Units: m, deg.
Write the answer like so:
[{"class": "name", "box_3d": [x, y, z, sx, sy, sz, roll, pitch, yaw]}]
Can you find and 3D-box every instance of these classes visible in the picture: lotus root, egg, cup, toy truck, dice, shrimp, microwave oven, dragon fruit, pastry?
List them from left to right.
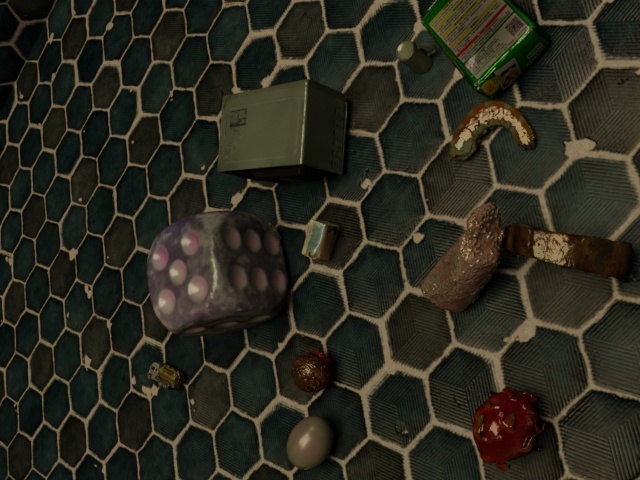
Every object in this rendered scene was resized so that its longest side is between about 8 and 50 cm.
[{"class": "toy truck", "box_3d": [-0.452, 0.398, 1.998, 0.123, 0.052, 0.062, 19, 91, 38]}, {"class": "dice", "box_3d": [-0.262, 0.089, 1.747, 0.271, 0.270, 0.270, -23, 71, 34]}, {"class": "microwave oven", "box_3d": [-0.094, -0.267, 1.722, 0.295, 0.181, 0.237, 0, 85, 39]}, {"class": "egg", "box_3d": [-0.024, 0.478, 1.606, 0.103, 0.103, 0.135, 36, 105, 36]}, {"class": "cup", "box_3d": [0.222, -0.421, 1.552, 0.075, 0.083, 0.054, 1, 83, 38]}, {"class": "pastry", "box_3d": [0.294, 0.053, 1.369, 0.112, 0.103, 0.265, -109, 27, -43]}, {"class": "shrimp", "box_3d": [0.365, -0.211, 1.437, 0.166, 0.049, 0.161, 40, 107, 27]}, {"class": "dragon fruit", "box_3d": [0.351, 0.363, 1.304, 0.136, 0.133, 0.165, 50, 125, 42]}, {"class": "lotus root", "box_3d": [0.441, 0.015, 1.268, 0.261, 0.170, 0.074, 14, 96, 35]}]

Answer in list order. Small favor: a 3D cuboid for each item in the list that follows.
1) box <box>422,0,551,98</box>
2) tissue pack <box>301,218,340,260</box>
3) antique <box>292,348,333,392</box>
[{"class": "box", "box_3d": [0.345, -0.442, 1.446, 0.180, 0.103, 0.250, -45, 60, 25]}, {"class": "tissue pack", "box_3d": [0.000, 0.000, 1.677, 0.059, 0.074, 0.094, 22, 100, 36]}, {"class": "antique", "box_3d": [-0.020, 0.317, 1.629, 0.104, 0.104, 0.104, -7, 79, 38]}]
